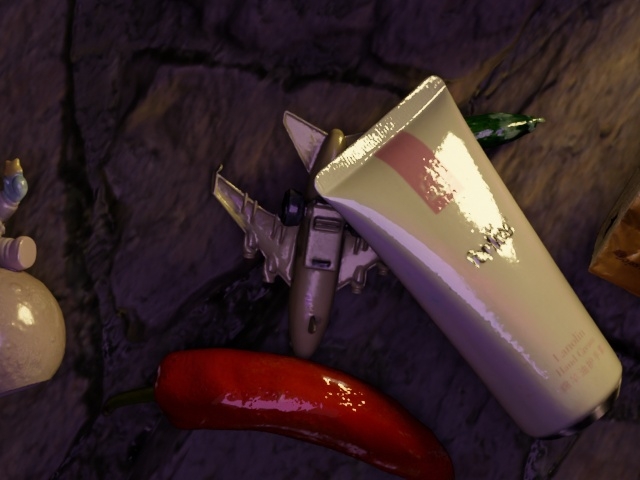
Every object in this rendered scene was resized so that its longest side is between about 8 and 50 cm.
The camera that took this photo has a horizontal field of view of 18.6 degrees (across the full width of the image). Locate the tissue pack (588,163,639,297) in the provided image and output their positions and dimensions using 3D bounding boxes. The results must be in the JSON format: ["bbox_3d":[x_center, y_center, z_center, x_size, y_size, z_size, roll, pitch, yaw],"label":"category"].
[{"bbox_3d":[0.404,-0.003,1.917,0.226,0.092,0.183,28,122,-1],"label":"tissue pack"}]

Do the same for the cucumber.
[{"bbox_3d":[0.150,-0.106,1.953,0.155,0.037,0.037,-14,95,0],"label":"cucumber"}]

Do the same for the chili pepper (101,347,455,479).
[{"bbox_3d":[-0.032,0.177,1.936,0.368,0.092,0.137,16,128,0],"label":"chili pepper"}]

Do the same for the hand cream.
[{"bbox_3d":[0.157,0.029,1.906,0.185,0.118,0.359,-42,102,-24],"label":"hand cream"}]

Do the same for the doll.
[{"bbox_3d":[-0.346,0.013,1.908,0.151,0.151,0.287,-19,88,0],"label":"doll"}]

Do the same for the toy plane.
[{"bbox_3d":[0.000,0.000,1.932,0.229,0.092,0.244,8,92,-8],"label":"toy plane"}]
